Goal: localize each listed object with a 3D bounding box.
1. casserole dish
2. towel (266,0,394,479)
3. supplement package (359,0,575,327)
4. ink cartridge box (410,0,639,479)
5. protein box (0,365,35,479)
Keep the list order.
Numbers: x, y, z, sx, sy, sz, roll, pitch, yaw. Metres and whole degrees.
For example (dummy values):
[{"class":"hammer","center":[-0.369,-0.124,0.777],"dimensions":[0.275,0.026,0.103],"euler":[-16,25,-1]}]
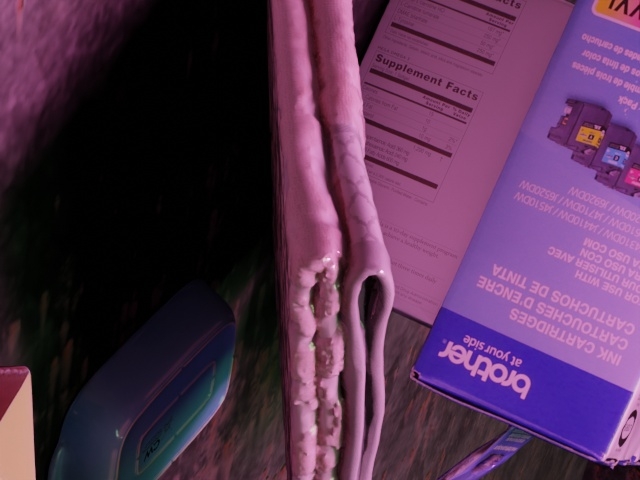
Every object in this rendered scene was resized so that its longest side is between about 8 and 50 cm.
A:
[{"class":"casserole dish","center":[-0.105,0.104,1.166],"dimensions":[0.188,0.037,0.114],"euler":[-45,153,-46]},{"class":"towel","center":[0.000,0.000,1.061],"dimensions":[0.331,0.053,0.317],"euler":[92,-5,-49]},{"class":"supplement package","center":[0.090,-0.066,1.345],"dimensions":[0.244,0.134,0.139],"euler":[-65,163,-2]},{"class":"ink cartridge box","center":[0.206,0.009,1.301],"dimensions":[0.395,0.151,0.270],"euler":[-67,162,0]},{"class":"protein box","center":[-0.197,0.140,0.529],"dimensions":[0.136,0.201,0.199],"euler":[2,84,-57]}]
